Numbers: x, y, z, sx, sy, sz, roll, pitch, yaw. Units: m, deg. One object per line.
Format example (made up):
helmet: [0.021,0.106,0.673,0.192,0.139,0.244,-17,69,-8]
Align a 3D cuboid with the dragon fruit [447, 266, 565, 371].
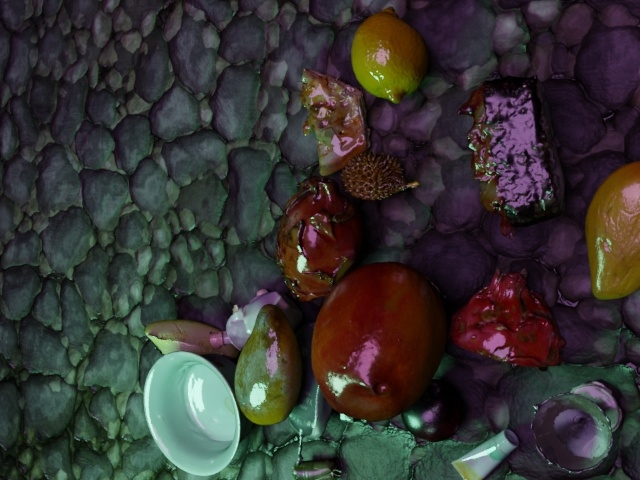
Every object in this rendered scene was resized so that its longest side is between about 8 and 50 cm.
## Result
dragon fruit: [0.402,0.160,1.538,0.261,0.134,0.212,10,91,32]

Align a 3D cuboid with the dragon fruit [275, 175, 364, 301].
dragon fruit: [0.000,-0.004,1.741,0.250,0.250,0.315,-3,94,32]

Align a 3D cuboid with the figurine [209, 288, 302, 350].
figurine: [-0.175,0.226,1.897,0.275,0.133,0.200,-25,59,28]

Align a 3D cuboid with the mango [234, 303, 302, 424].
mango: [-0.128,0.318,1.768,0.192,0.146,0.317,19,105,42]

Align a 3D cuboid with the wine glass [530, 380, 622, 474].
wine glass: [0.525,0.360,1.398,0.156,0.232,0.156,0,90,30]

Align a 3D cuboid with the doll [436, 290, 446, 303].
doll: [0.247,0.136,1.699,0.125,0.027,0.037,8,94,29]

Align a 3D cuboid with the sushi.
sushi: [0.422,-0.176,1.495,0.181,0.196,0.344,-9,90,31]

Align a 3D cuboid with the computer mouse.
computer mouse: [-0.021,0.402,1.817,0.167,0.090,0.380,12,96,51]

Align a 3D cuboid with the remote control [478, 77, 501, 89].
remote control: [0.391,-0.263,1.605,0.072,0.042,0.222,5,91,30]

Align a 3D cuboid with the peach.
peach: [0.128,0.231,1.566,0.372,0.290,0.373,-35,30,24]

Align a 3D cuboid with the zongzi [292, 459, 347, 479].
zongzi: [0.009,0.640,1.836,0.154,0.062,0.131,-6,108,16]

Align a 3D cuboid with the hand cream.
hand cream: [0.381,0.499,1.600,0.076,0.047,0.174,52,123,20]

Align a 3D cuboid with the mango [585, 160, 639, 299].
mango: [0.627,-0.025,1.410,0.176,0.119,0.317,16,103,23]

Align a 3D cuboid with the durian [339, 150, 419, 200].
durian: [0.141,-0.158,1.702,0.208,0.146,0.102,16,139,23]

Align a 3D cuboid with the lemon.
lemon: [0.164,-0.441,1.668,0.186,0.186,0.244,-14,77,31]

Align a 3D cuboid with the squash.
squash: [-0.363,0.277,2.028,0.252,0.093,0.169,-14,127,32]

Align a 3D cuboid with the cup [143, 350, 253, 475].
cup: [-0.314,0.460,1.950,0.347,0.163,0.348,5,99,32]

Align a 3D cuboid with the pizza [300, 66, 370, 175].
pizza: [0.028,-0.330,1.818,0.189,0.071,0.297,-20,78,31]

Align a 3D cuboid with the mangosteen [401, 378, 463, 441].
mangosteen: [0.263,0.401,1.627,0.152,0.152,0.153,-1,89,32]

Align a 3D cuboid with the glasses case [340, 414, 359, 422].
glasses case: [0.082,0.362,1.765,0.039,0.077,0.184,-2,88,32]
